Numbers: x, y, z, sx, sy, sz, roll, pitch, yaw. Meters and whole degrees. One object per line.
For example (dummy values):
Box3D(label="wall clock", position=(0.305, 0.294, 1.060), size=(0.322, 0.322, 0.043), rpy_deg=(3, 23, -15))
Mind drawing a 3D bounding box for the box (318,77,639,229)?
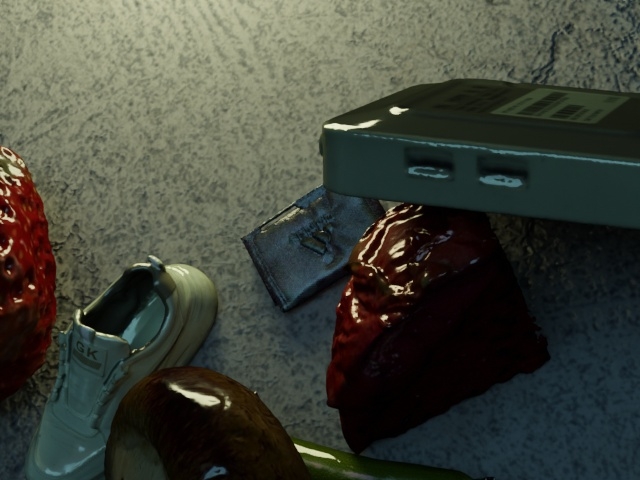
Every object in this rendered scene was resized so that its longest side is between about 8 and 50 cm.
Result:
Box3D(label="box", position=(0.220, -0.098, 1.252), size=(0.373, 0.367, 0.090), rpy_deg=(8, 105, 19))

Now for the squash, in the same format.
Box3D(label="squash", position=(0.047, 0.258, 1.313), size=(0.319, 0.080, 0.071), rpy_deg=(7, 56, 27))

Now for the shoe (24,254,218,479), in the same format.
Box3D(label="shoe", position=(-0.243, 0.144, 1.408), size=(0.124, 0.159, 0.316), rpy_deg=(27, 77, 23))

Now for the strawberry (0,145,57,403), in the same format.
Box3D(label="strawberry", position=(-0.417, 0.052, 1.440), size=(0.310, 0.291, 0.292), rpy_deg=(-37, 62, -18))

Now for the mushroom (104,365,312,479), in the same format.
Box3D(label="mushroom", position=(-0.112, 0.287, 1.236), size=(0.345, 0.239, 0.345), rpy_deg=(9, 106, 35))

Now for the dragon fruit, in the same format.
Box3D(label="dragon fruit", position=(0.140, 0.049, 1.271), size=(0.240, 0.330, 0.302), rpy_deg=(8, 69, -3))

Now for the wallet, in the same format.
Box3D(label="wallet", position=(0.000, 0.000, 1.457), size=(0.166, 0.030, 0.111), rpy_deg=(-32, 69, 5))
